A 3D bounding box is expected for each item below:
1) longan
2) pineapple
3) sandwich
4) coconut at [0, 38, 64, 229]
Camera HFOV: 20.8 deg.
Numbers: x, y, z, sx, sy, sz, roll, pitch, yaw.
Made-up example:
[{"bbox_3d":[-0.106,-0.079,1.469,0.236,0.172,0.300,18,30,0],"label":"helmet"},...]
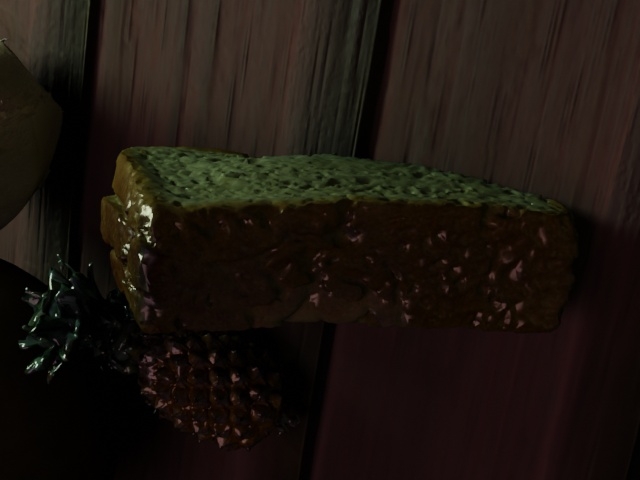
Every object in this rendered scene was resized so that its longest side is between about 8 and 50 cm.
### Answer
[{"bbox_3d":[-0.304,0.137,1.341,0.297,0.297,0.297,16,118,33],"label":"longan"},{"bbox_3d":[-0.112,0.091,1.258,0.221,0.103,0.083,28,137,-19],"label":"pineapple"},{"bbox_3d":[0.000,-0.005,1.161,0.254,0.289,0.099,-137,48,-78],"label":"sandwich"},{"bbox_3d":[-0.279,-0.082,1.334,0.161,0.162,0.161,4,114,8],"label":"coconut"}]
